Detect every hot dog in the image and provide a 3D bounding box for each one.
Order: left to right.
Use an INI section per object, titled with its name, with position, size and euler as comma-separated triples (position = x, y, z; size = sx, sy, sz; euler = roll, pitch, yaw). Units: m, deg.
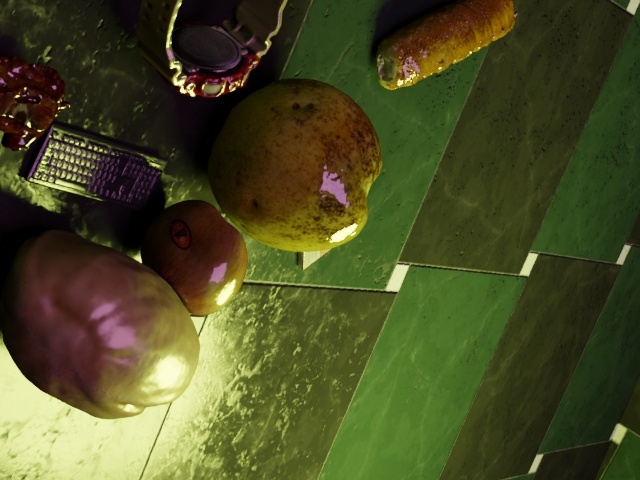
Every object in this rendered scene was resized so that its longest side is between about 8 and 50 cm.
[hot dog]
position = 0.175, -0.273, 1.948
size = 0.289, 0.068, 0.083
euler = -32, 133, -42

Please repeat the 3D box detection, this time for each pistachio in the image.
[pistachio]
position = -0.225, 0.090, 1.495
size = 0.162, 0.181, 0.293
euler = -28, 152, 14

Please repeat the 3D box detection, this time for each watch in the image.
[watch]
position = -0.095, -0.260, 1.410
size = 0.165, 0.102, 0.268
euler = -32, 152, -31

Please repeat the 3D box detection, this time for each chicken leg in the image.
[chicken leg]
position = -0.300, -0.122, 1.293
size = 0.219, 0.048, 0.089
euler = -6, 116, -58

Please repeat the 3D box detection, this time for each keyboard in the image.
[keyboard]
position = -0.226, -0.074, 1.500
size = 0.202, 0.011, 0.067
euler = 16, 101, -62

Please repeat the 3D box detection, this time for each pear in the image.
[pear]
position = -0.020, -0.081, 1.659
size = 0.197, 0.197, 0.197
euler = -40, 145, -36

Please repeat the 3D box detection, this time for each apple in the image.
[apple]
position = -0.137, 0.018, 1.606
size = 0.102, 0.126, 0.126
euler = -43, 147, -19

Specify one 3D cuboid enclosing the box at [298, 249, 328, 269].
[box]
position = 0.000, 0.000, 1.946
size = 0.083, 0.012, 0.046
euler = -39, 144, -37
